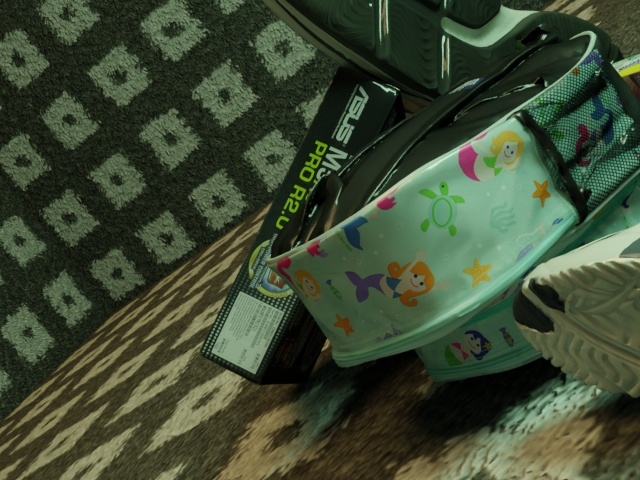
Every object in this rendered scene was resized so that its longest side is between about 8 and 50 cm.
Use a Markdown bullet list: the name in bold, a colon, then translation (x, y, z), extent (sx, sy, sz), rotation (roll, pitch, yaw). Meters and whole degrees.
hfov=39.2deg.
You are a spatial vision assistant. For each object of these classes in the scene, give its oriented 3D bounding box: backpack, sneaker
- **backpack**: translation (0.097, -0.009, 0.633), extent (0.253, 0.191, 0.225), rotation (-32, 3, -33)
- **sneaker**: translation (0.078, -0.162, 0.901), extent (0.257, 0.447, 0.169), rotation (-19, 61, 51)
- **sneaker**: translation (0.221, -0.006, 0.458), extent (0.235, 0.094, 0.153), rotation (-28, 12, 46)

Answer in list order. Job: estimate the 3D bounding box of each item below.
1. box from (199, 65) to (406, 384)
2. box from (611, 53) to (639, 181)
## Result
- **box**: translation (0.000, 0.000, 0.830), extent (0.270, 0.060, 0.216), rotation (-64, -13, -5)
- **box**: translation (0.270, -0.095, 0.681), extent (0.043, 0.105, 0.179), rotation (-40, 10, -11)
